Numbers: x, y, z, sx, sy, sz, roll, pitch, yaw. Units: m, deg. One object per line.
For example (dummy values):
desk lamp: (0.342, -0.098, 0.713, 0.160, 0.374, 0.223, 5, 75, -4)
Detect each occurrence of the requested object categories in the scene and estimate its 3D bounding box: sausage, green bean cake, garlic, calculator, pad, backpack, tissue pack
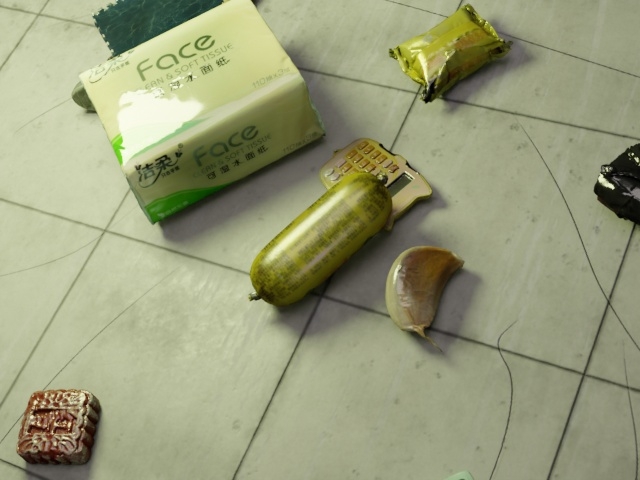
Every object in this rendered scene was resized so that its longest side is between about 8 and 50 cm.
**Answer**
sausage: (0.000, 0.000, 1.915, 0.347, 0.123, 0.123, -41, 58, 0)
green bean cake: (-0.478, 0.338, 1.881, 0.135, 0.056, 0.135, -2, 58, 12)
garlic: (0.178, 0.099, 1.850, 0.129, 0.090, 0.198, 13, 57, 7)
calculator: (0.102, -0.115, 2.033, 0.157, 0.033, 0.236, -40, 55, -10)
pad: (-0.317, -0.438, 2.203, 0.270, 0.269, 0.012, -31, 43, -4)
backpack: (0.576, -0.080, 1.848, 0.120, 0.106, 0.165, -31, 71, -32)
tissue pack: (-0.245, -0.277, 2.117, 0.405, 0.205, 0.331, -27, 53, -5)

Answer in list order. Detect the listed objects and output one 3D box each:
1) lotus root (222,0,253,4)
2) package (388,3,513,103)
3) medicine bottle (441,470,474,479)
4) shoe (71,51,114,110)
lotus root: (-0.280, -0.516, 2.354, 0.261, 0.074, 0.170, -1, 59, 12)
package: (0.266, -0.388, 2.126, 0.226, 0.090, 0.168, -32, 60, -3)
medicine bottle: (0.158, 0.464, 1.625, 0.229, 0.083, 0.121, -25, 55, -3)
shoe: (-0.449, -0.377, 2.291, 0.228, 0.099, 0.125, -18, 62, -2)
